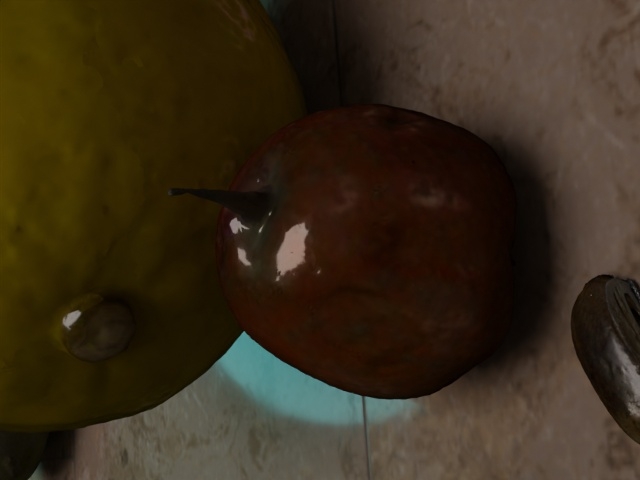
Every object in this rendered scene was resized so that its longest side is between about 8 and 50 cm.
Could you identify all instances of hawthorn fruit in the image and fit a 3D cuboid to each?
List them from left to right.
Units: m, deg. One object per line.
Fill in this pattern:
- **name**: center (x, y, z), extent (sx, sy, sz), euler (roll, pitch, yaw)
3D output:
- **hawthorn fruit**: center (0.010, -0.007, 0.568), extent (0.149, 0.189, 0.149), euler (-52, 18, 25)

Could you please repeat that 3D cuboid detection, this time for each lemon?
- **lemon**: center (-0.166, -0.054, 0.687), extent (0.348, 0.348, 0.348), euler (-7, 82, 55)

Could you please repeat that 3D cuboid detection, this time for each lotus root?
- **lotus root**: center (0.131, 0.054, 0.506), extent (0.037, 0.030, 0.083), euler (-53, 46, 40)

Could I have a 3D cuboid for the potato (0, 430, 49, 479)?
- **potato**: center (-0.319, 0.118, 1.048), extent (0.178, 0.160, 0.235), euler (126, 128, -72)
